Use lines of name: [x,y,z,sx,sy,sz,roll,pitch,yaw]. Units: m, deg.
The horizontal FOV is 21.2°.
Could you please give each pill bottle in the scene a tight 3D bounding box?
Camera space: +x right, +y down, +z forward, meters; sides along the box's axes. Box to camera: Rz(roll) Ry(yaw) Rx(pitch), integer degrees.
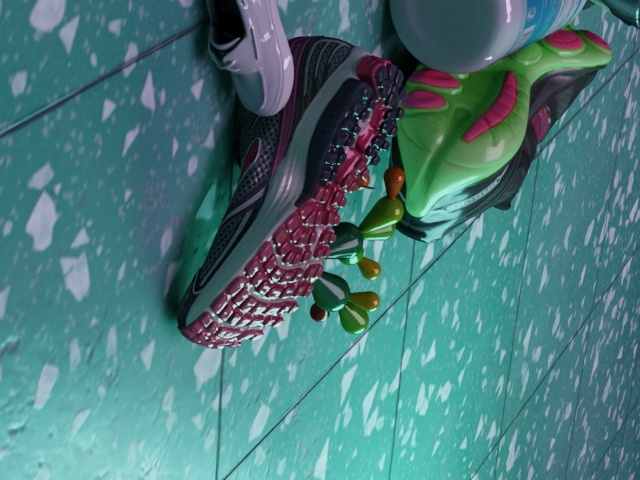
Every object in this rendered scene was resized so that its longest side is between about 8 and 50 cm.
pill bottle: [0.197,-0.278,1.839,0.264,0.146,0.146,-31,133,-51]

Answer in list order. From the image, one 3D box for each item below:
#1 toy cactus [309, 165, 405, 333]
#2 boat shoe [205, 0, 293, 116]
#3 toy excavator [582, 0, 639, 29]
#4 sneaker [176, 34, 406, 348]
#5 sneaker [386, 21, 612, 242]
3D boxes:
toy cactus: [0.000,0.000,1.676,0.180,0.112,0.219,-26,133,-40]
boat shoe: [-0.066,-0.173,1.409,0.063,0.066,0.184,-39,145,-33]
toy excavator: [0.405,-0.484,2.006,0.445,0.222,0.433,-60,149,6]
sneaker: [-0.039,-0.040,1.518,0.299,0.112,0.121,-59,152,-5]
sneaker: [0.187,-0.150,1.970,0.483,0.185,0.202,-39,158,-52]
